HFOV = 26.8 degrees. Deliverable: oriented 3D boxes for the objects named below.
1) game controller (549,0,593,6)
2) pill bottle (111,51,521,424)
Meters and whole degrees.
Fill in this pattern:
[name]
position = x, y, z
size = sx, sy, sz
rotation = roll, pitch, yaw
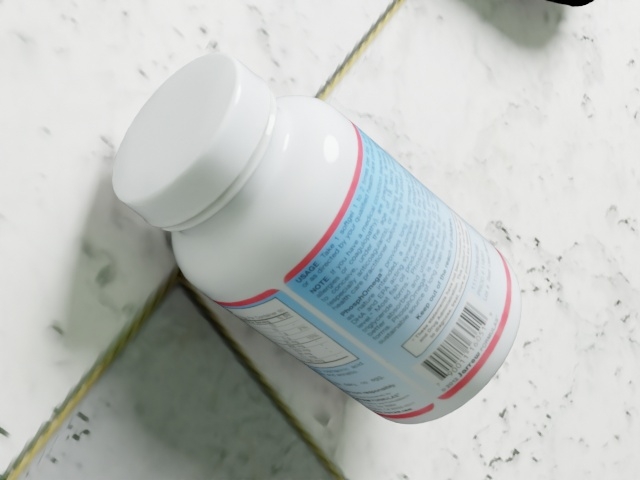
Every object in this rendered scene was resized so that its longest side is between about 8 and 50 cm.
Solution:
[game controller]
position = 0.132, -0.285, 0.732
size = 0.166, 0.067, 0.319
rotation = 35, 59, -35
[pill bottle]
position = 0.000, 0.000, 0.523
size = 0.160, 0.087, 0.087
rotation = 39, 56, -33
